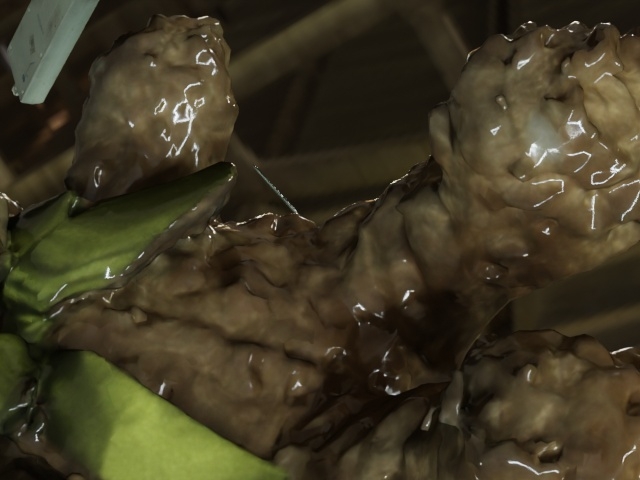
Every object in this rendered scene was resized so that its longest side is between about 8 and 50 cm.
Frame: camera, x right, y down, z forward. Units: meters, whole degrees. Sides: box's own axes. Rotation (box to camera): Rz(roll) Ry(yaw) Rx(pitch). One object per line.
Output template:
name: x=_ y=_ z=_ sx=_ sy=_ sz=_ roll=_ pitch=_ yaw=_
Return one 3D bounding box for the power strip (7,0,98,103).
power strip: x=-0.181 y=-0.140 z=1.085 sx=0.019 sy=0.051 sz=0.136 roll=-2 pitch=148 yaw=-33

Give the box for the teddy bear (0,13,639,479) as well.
teddy bear: x=-0.058 y=0.018 z=0.492 sx=0.296 sy=0.222 sz=0.246 roll=-34 pitch=-143 yaw=46

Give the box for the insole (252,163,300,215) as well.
insole: x=0.000 y=0.000 z=1.226 sx=0.002 sy=0.153 sz=0.053 roll=-42 pitch=-168 yaw=-2
